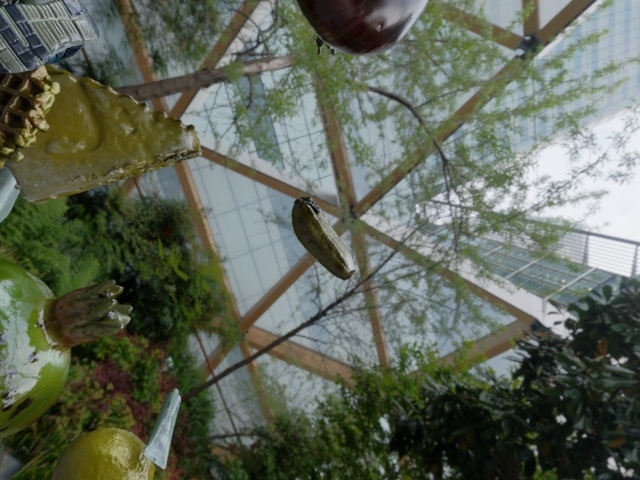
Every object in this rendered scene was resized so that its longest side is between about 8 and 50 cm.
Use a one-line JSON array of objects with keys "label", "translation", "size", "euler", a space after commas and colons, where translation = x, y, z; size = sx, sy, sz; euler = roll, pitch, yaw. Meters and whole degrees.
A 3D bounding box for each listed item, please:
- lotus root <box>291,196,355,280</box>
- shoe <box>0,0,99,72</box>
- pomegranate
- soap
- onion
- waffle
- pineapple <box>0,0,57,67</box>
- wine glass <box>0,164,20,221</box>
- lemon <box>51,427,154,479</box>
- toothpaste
[{"label": "lotus root", "translation": [0.000, 0.000, 1.146], "size": [0.097, 0.110, 0.259], "euler": [-36, -94, 24]}, {"label": "shoe", "translation": [-0.331, -0.234, 0.490], "size": [0.071, 0.143, 0.064], "euler": [-8, -56, 35]}, {"label": "pomegranate", "translation": [-0.272, 0.089, 0.362], "size": [0.159, 0.204, 0.159], "euler": [162, -90, -78]}, {"label": "soap", "translation": [-0.404, -0.258, 0.756], "size": [0.169, 0.338, 0.305], "euler": [8, -62, 58]}, {"label": "onion", "translation": [0.049, -0.433, 0.696], "size": [0.285, 0.273, 0.273], "euler": [-4, -73, 57]}, {"label": "waffle", "translation": [-0.443, -0.176, 0.565], "size": [0.191, 0.191, 0.038], "euler": [60, -4, 18]}, {"label": "pineapple", "translation": [-0.762, -0.467, 1.064], "size": [0.158, 0.157, 0.279], "euler": [41, -33, 48]}, {"label": "wine glass", "translation": [-0.699, -0.068, 0.871], "size": [0.092, 0.202, 0.093], "euler": [25, -12, 6]}, {"label": "lemon", "translation": [-0.480, 0.522, 0.940], "size": [0.231, 0.192, 0.192], "euler": [37, -28, 6]}, {"label": "toothpaste", "translation": [-0.365, 0.430, 0.996], "size": [0.064, 0.041, 0.218], "euler": [51, 10, -21]}]
